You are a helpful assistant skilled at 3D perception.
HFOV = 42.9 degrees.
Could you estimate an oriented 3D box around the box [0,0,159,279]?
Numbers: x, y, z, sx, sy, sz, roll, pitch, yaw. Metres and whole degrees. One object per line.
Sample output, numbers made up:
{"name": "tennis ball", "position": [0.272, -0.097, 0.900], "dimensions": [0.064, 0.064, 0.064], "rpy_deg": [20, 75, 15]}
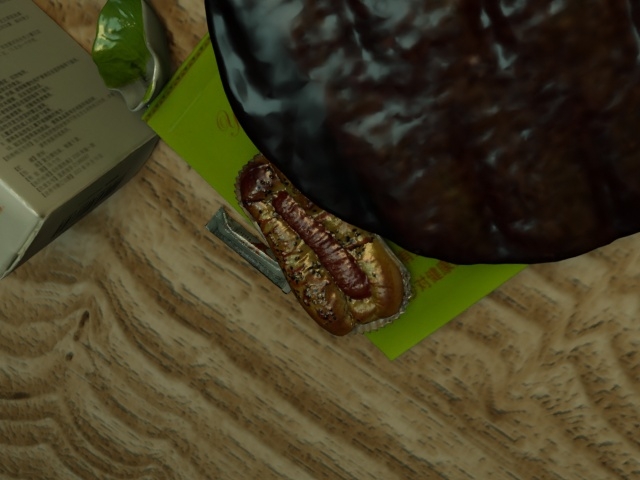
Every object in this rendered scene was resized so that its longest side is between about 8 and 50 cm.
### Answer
{"name": "box", "position": [-0.319, -0.136, 0.734], "dimensions": [0.299, 0.200, 0.106], "rpy_deg": [42, 127, -4]}

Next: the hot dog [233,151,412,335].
{"name": "hot dog", "position": [0.000, 0.000, 0.710], "dimensions": [0.108, 0.059, 0.191], "rpy_deg": [-27, 103, 28]}

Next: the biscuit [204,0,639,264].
{"name": "biscuit", "position": [0.123, -0.169, 0.554], "dimensions": [0.407, 0.091, 0.407], "rpy_deg": [4, 123, 6]}

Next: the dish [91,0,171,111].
{"name": "dish", "position": [-0.158, -0.167, 0.725], "dimensions": [0.091, 0.039, 0.137], "rpy_deg": [-54, 50, 31]}

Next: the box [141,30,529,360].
{"name": "box", "position": [0.012, -0.056, 0.734], "dimensions": [0.335, 0.047, 0.187], "rpy_deg": [44, 125, -6]}

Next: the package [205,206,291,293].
{"name": "package", "position": [-0.068, 0.010, 0.823], "dimensions": [0.110, 0.015, 0.037], "rpy_deg": [38, 125, -3]}
